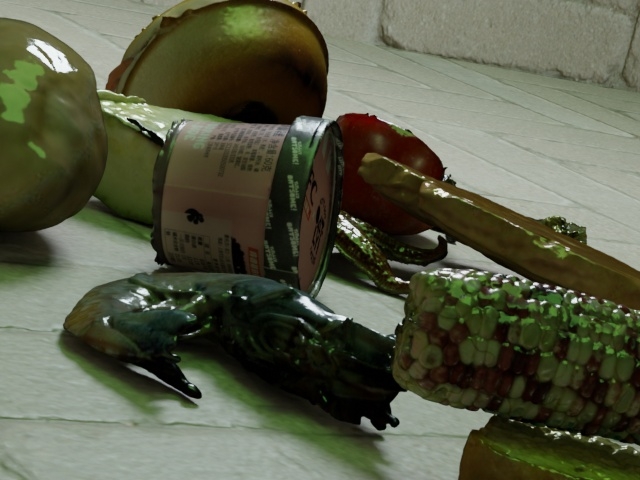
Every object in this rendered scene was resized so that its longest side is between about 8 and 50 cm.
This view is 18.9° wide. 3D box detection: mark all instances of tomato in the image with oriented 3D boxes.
[{"bbox_3d":[0.059,-0.050,1.920,0.139,0.091,0.159,25,-15,22],"label":"tomato"}]

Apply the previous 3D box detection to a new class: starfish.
[{"bbox_3d":[0.003,-0.008,1.733,0.238,0.057,0.213,20,6,25],"label":"starfish"}]

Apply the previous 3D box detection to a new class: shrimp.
[{"bbox_3d":[-0.068,0.061,1.293,0.178,0.075,0.289,-5,22,-36],"label":"shrimp"}]

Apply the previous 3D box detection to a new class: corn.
[{"bbox_3d":[0.166,0.076,1.148,0.253,0.086,0.086,13,12,-5],"label":"corn"}]

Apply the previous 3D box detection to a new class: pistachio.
[{"bbox_3d":[-0.263,-0.090,1.560,0.162,0.181,0.293,51,-5,-30],"label":"pistachio"}]

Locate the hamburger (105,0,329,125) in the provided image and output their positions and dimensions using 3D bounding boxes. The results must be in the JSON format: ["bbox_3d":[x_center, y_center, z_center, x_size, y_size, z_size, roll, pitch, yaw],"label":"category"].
[{"bbox_3d":[-0.096,-0.150,1.888,0.237,0.237,0.147,5,39,-39],"label":"hamburger"}]

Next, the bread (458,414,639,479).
[{"bbox_3d":[0.173,0.156,1.136,0.187,0.065,0.103,14,10,5],"label":"bread"}]

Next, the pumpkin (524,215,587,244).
[{"bbox_3d":[0.238,-0.001,1.985,0.074,0.054,0.083,11,16,4],"label":"pumpkin"}]

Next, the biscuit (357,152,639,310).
[{"bbox_3d":[0.203,0.014,1.760,0.376,0.051,0.269,26,4,8],"label":"biscuit"}]

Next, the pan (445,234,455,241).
[{"bbox_3d":[0.136,-0.020,2.024,0.068,0.023,0.115,14,11,-6],"label":"pan"}]

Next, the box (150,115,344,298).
[{"bbox_3d":[-0.062,-0.030,1.555,0.135,0.151,0.151,7,10,11],"label":"box"}]

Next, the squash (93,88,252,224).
[{"bbox_3d":[-0.115,-0.081,1.804,0.169,0.093,0.252,30,21,14],"label":"squash"}]
